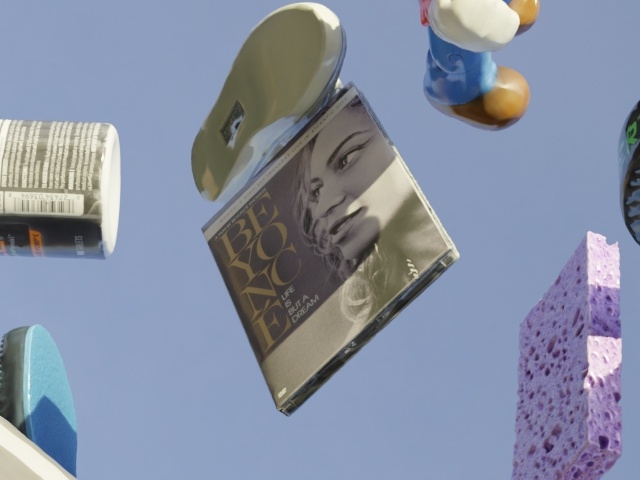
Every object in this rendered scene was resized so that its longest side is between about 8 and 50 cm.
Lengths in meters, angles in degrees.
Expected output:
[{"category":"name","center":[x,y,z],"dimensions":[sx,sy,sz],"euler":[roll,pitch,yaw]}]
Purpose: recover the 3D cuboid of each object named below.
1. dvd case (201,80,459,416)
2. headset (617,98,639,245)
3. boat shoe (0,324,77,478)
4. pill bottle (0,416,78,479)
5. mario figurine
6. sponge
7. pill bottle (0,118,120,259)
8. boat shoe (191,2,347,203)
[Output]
[{"category":"dvd case","center":[0.000,0.000,1.349],"dimensions":[0.164,0.018,0.221],"euler":[-44,-144,14]},{"category":"headset","center":[0.400,-0.071,1.283],"dimensions":[0.394,0.243,0.185],"euler":[0,-123,10]},{"category":"boat shoe","center":[-0.267,0.199,1.636],"dimensions":[0.089,0.109,0.258],"euler":[-12,-115,18]},{"category":"pill bottle","center":[-0.110,0.236,0.839],"dimensions":[0.361,0.204,0.204],"euler":[38,-62,9]},{"category":"mario figurine","center":[0.124,-0.202,1.313],"dimensions":[0.170,0.320,0.198],"euler":[-30,-117,-4]},{"category":"sponge","center":[0.181,0.105,1.401],"dimensions":[0.031,0.210,0.117],"euler":[21,-46,-12]},{"category":"pill bottle","center":[-0.315,-0.050,1.780],"dimensions":[0.245,0.130,0.130],"euler":[2,-76,0]},{"category":"boat shoe","center":[-0.026,-0.107,1.469],"dimensions":[0.227,0.081,0.079],"euler":[-51,-124,48]}]
